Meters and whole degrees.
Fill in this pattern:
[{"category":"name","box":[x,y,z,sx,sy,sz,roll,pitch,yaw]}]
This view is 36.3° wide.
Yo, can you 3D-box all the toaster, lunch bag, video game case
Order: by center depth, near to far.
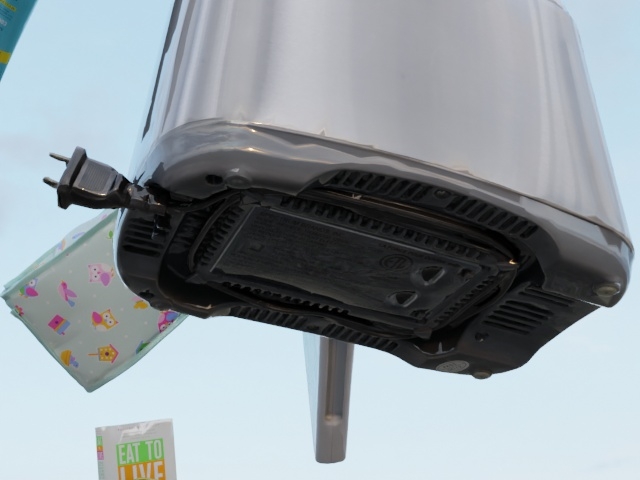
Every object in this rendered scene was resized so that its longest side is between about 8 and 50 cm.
[{"category":"toaster","box":[0.012,-0.043,0.398,0.227,0.146,0.129,14,-33,-17]},{"category":"video game case","box":[0.000,0.000,0.957,0.036,0.329,0.300,-3,-42,-5]},{"category":"lunch bag","box":[-0.340,0.084,1.552,0.223,0.262,0.160,53,-10,-15]}]

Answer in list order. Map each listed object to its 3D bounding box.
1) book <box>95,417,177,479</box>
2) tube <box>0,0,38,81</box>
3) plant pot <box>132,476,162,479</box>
[{"category":"book","box":[-0.221,0.291,1.173,0.096,0.144,0.035,0,-10,-41]},{"category":"tube","box":[-0.416,-0.297,1.289,0.207,0.080,0.052,-53,-13,23]},{"category":"plant pot","box":[-0.193,0.324,1.106,0.081,0.083,0.081,3,4,22]}]
